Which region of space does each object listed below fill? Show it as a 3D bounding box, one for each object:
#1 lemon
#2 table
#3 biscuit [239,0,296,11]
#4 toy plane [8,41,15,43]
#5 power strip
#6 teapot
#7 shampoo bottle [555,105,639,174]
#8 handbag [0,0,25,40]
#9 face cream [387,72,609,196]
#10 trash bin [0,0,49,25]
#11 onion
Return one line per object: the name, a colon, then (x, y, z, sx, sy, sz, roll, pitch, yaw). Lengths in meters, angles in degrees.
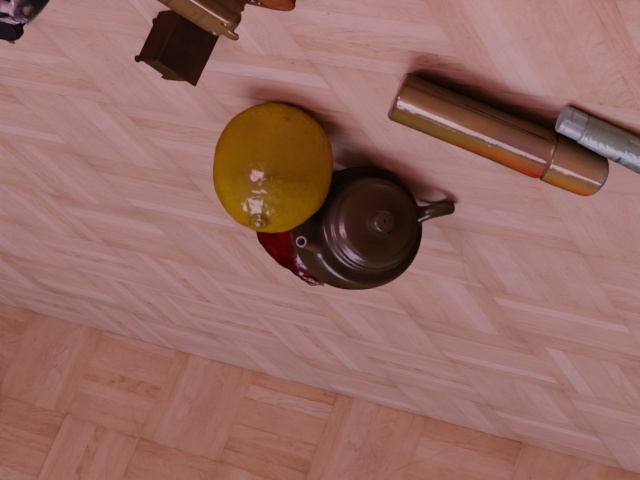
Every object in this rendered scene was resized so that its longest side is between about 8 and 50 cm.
lemon: (-0.070, -0.103, 2.326, 0.178, 0.203, 0.178, 8, 144, 6)
table: (-0.201, -0.263, 2.194, 0.070, 0.083, 0.082, 32, 165, -36)
biscuit: (-0.179, -0.347, 1.975, 0.284, 0.043, 0.306, 30, 161, -24)
toy plane: (-0.586, -0.377, 2.287, 0.326, 0.104, 0.223, 21, 164, 5)
power strip: (-0.219, -0.335, 1.925, 0.305, 0.044, 0.064, 30, 163, -16)
teapot: (0.079, -0.022, 2.409, 0.267, 0.185, 0.175, -14, -179, -19)
shampoo bottle: (0.382, -0.111, 1.996, 0.190, 0.041, 0.069, 25, 179, -5)
handbag: (-0.445, -0.370, 2.003, 0.254, 0.181, 0.181, 19, 164, 19)
face cream: (0.228, -0.134, 2.055, 0.285, 0.067, 0.139, 22, -175, 1)
trash bin: (-0.338, -0.425, 1.557, 0.256, 0.296, 0.368, 18, 157, 16)
onion: (0.001, -0.010, 2.600, 0.248, 0.161, 0.248, 36, 175, 4)
